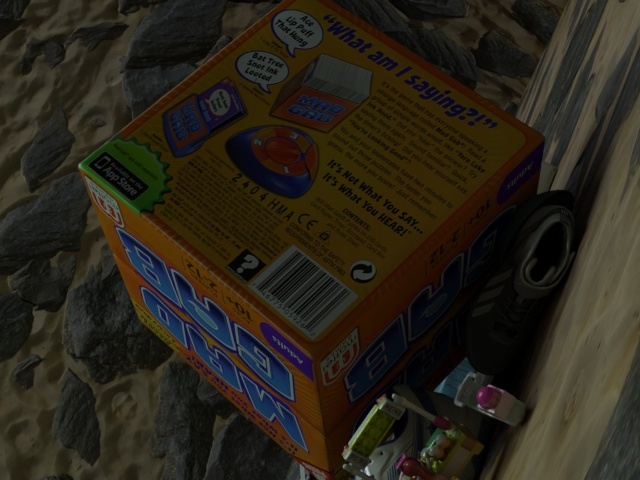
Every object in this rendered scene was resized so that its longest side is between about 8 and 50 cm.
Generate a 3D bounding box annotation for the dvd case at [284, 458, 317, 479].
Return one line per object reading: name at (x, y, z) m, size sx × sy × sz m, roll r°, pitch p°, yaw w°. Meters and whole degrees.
dvd case at (-0.053, 0.379, 1.508) m, size 0.164 × 0.018 × 0.221 m, roll -100°, pitch 33°, yaw -79°

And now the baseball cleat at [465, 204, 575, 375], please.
baseball cleat at (0.204, 0.059, 1.191) m, size 0.109 × 0.072 × 0.206 m, roll -51°, pitch -18°, yaw -74°

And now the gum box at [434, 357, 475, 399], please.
gum box at (0.176, 0.267, 1.695) m, size 0.157 × 0.041 × 0.184 m, roll 103°, pitch -169°, yaw -64°

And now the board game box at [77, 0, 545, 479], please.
board game box at (0.000, 0.000, 1.340) m, size 0.356 × 0.356 × 0.356 m, roll -43°, pitch -27°, yaw -21°

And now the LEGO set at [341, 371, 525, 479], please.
LEGO set at (0.072, 0.247, 1.038) m, size 0.132 × 0.107 × 0.287 m, roll -4°, pitch 57°, yaw 60°

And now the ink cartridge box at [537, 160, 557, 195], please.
ink cartridge box at (0.239, -0.071, 1.809) m, size 0.273 × 0.198 × 0.115 m, roll 93°, pitch -160°, yaw -78°

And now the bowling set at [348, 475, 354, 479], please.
bowling set at (0.038, 0.316, 1.485) m, size 0.200 × 0.154 × 0.287 m, roll 22°, pitch -87°, yaw -48°

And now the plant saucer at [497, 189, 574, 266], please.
plant saucer at (0.234, -0.011, 1.266) m, size 0.119 × 0.021 × 0.119 m, roll -33°, pitch -35°, yaw -27°

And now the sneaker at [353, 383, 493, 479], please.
sneaker at (0.080, 0.283, 1.182) m, size 0.112 × 0.131 × 0.296 m, roll 110°, pitch -177°, yaw -49°
